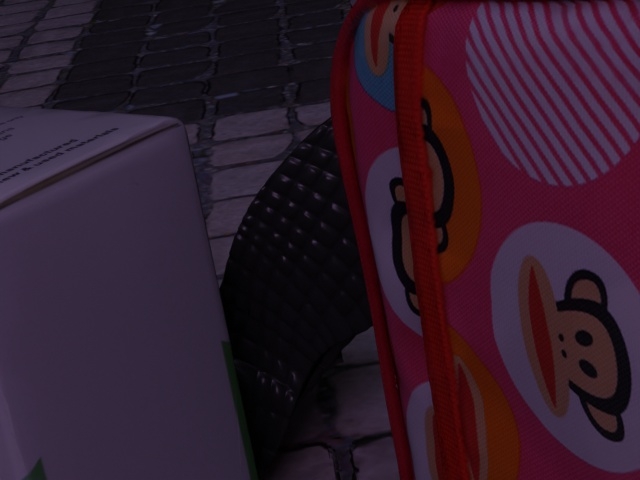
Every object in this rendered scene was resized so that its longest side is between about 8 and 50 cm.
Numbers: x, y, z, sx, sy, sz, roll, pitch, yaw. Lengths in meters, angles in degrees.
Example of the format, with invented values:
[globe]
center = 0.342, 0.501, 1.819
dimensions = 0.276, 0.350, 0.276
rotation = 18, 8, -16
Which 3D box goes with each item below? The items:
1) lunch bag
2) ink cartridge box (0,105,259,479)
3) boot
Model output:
[lunch bag]
center = 0.104, 0.052, 0.400
dimensions = 0.120, 0.293, 0.258
rotation = -19, 18, -28
[ink cartridge box]
center = -0.181, 0.054, 0.638
dimensions = 0.289, 0.211, 0.121
rotation = 6, 27, 38
[boot]
center = 0.000, 0.000, 0.707
dimensions = 0.083, 0.246, 0.161
rotation = 34, 27, -5
